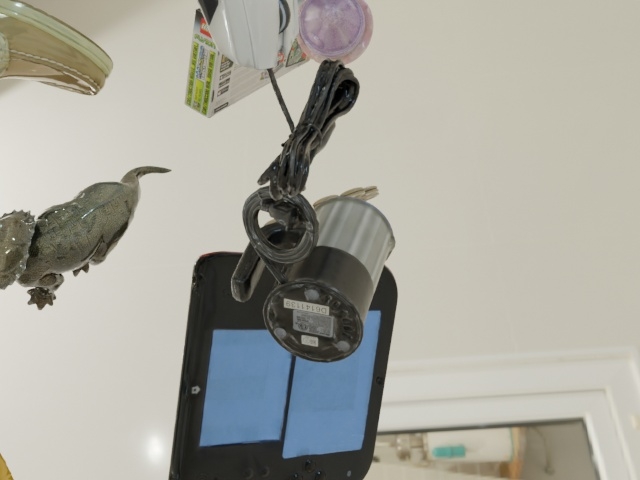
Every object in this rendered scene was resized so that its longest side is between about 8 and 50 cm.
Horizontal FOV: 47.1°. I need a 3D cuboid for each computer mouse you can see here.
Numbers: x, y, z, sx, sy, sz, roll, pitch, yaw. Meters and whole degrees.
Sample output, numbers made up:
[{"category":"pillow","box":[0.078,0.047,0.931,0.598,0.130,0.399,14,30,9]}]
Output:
[{"category":"computer mouse","box":[-0.031,-0.125,0.372,0.106,0.042,0.193,-56,-50,-44]}]

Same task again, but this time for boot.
[{"category":"boot","box":[-0.252,-0.083,0.473,0.077,0.213,0.165,-7,72,59]}]

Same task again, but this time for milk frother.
[{"category":"milk frother","box":[0.000,0.000,0.618,0.135,0.129,0.143,-65,-2,-53]}]

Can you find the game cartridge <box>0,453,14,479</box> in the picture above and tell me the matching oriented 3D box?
[{"category":"game cartridge","box":[-0.215,0.281,0.317,0.285,0.052,0.324,99,-171,-48]}]

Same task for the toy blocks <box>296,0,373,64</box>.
[{"category":"toy blocks","box":[0.021,-0.331,0.568,0.309,0.288,0.260,53,-173,-6]}]

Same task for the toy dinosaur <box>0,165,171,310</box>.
[{"category":"toy dinosaur","box":[-0.278,-0.008,0.832,0.160,0.313,0.121,-26,87,55]}]

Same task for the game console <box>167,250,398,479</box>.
[{"category":"game console","box":[-0.047,0.210,1.095,0.060,0.341,0.387,17,102,54]}]

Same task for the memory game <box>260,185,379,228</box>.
[{"category":"memory game","box":[-0.004,-0.039,1.017,0.186,0.186,0.012,61,-171,-85]}]

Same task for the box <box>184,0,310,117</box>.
[{"category":"box","box":[-0.067,-0.227,0.824,0.207,0.036,0.114,-42,-23,-45]}]
